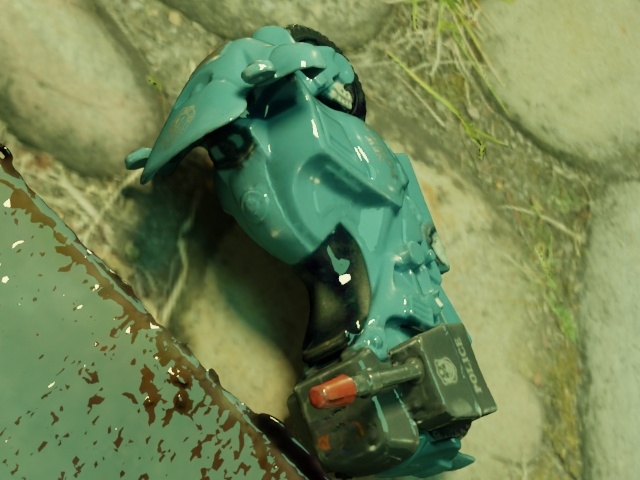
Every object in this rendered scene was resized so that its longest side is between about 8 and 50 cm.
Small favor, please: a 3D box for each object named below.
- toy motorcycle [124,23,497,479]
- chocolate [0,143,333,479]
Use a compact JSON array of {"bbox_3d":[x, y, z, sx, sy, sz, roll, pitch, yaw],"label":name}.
[{"bbox_3d":[0.000,0.000,0.666,0.182,0.123,0.272,-5,69,-51],"label":"toy motorcycle"},{"bbox_3d":[-0.112,0.086,0.541,0.321,0.112,0.112,47,55,-9],"label":"chocolate"}]
